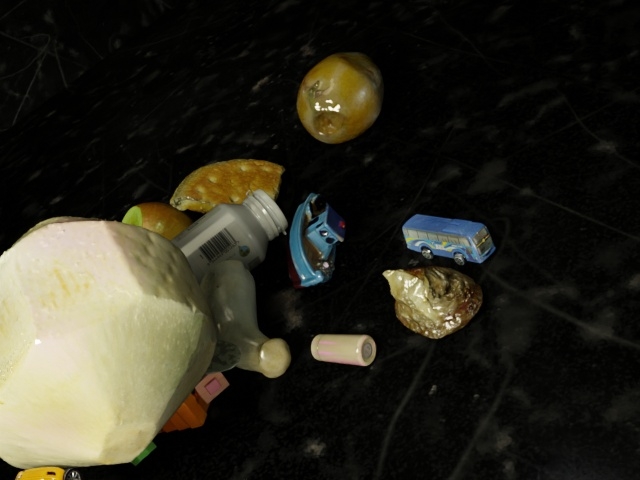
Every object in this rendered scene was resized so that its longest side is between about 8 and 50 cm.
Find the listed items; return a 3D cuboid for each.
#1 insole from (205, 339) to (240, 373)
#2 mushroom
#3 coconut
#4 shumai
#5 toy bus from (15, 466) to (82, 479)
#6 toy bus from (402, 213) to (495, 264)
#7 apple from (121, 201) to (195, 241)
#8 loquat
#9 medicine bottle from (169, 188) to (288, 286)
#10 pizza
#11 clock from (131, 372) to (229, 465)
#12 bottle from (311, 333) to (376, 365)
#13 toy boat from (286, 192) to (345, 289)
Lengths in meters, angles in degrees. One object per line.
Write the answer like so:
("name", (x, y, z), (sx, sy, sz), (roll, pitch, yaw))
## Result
("insole", (-0.205, 0.175, 1.265), (0.193, 0.006, 0.065), (-2, 44, 25))
("mushroom", (-0.133, 0.139, 1.359), (0.118, 0.103, 0.270), (-36, 41, 3))
("coconut", (-0.307, 0.150, 1.119), (0.353, 0.352, 0.352), (-22, 32, 15))
("shumai", (0.167, 0.075, 1.203), (0.123, 0.105, 0.139), (-33, 57, -10))
("toy bus", (-0.319, 0.373, 1.079), (0.083, 0.194, 0.088), (-14, 38, 26))
("toy bus", (0.198, -0.003, 1.306), (0.051, 0.061, 0.153), (-42, 31, -28))
("apple", (-0.317, 0.008, 1.626), (0.146, 0.163, 0.147), (-43, 21, 54))
("loquat", (0.043, -0.305, 1.759), (0.179, 0.179, 0.227), (-11, 35, 29))
("medicine bottle", (-0.169, 0.004, 1.532), (0.215, 0.135, 0.135), (-38, 32, -13))
("pizza", (-0.163, -0.085, 1.671), (0.292, 0.058, 0.197), (-24, 59, -42))
("clock", (-0.269, 0.223, 1.349), (0.220, 0.106, 0.255), (-41, 37, -14))
("bottle", (0.033, 0.160, 1.230), (0.096, 0.045, 0.045), (-3, 41, 41))
("toy boat", (0.000, 0.000, 1.433), (0.097, 0.100, 0.223), (-32, 30, 25))
